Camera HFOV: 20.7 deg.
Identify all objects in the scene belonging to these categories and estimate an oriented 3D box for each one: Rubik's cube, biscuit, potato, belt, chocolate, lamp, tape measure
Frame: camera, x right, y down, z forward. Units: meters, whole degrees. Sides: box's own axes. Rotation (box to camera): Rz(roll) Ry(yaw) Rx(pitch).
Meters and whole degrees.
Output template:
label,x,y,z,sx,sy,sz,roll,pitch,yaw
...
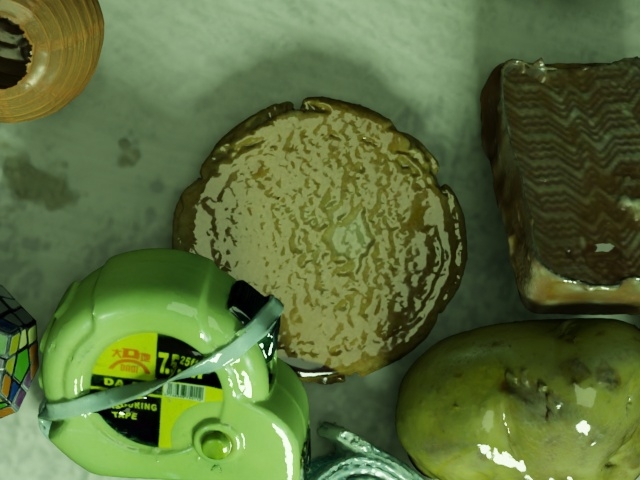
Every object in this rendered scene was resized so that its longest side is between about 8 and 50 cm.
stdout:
label,x,y,z,sx,sy,sz,roll,pitch,yaw
Rubik's cube,-0.250,0.079,1.221,0.111,0.111,0.093,32,109,-11
biscuit,0.000,0.000,1.311,0.226,0.042,0.226,0,88,-13
potato,0.156,0.123,1.282,0.200,0.137,0.154,-11,128,18
belt,0.037,0.236,1.298,0.163,0.082,0.147,36,77,-12
chocolate,0.202,-0.034,1.296,0.148,0.093,0.214,-2,60,-8
lamp,-0.217,-0.148,1.215,0.136,0.136,0.136,0,89,-14
tape measure,-0.108,0.091,1.234,0.200,0.106,0.175,2,116,8
